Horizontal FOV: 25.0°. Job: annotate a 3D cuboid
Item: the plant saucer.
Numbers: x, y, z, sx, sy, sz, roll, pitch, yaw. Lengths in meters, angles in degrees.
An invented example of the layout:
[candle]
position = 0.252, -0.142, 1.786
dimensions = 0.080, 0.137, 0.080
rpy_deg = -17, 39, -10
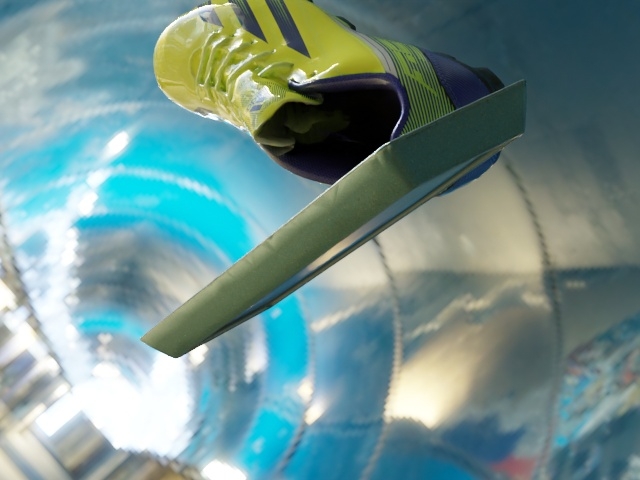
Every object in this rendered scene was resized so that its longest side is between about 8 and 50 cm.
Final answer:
[plant saucer]
position = 0.000, 0.000, 0.516
dimensions = 0.018, 0.067, 0.192
rpy_deg = 60, -36, 4

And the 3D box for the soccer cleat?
[soccer cleat]
position = -0.020, -0.093, 0.890
dimensions = 0.289, 0.121, 0.093
rpy_deg = 21, -60, 40
